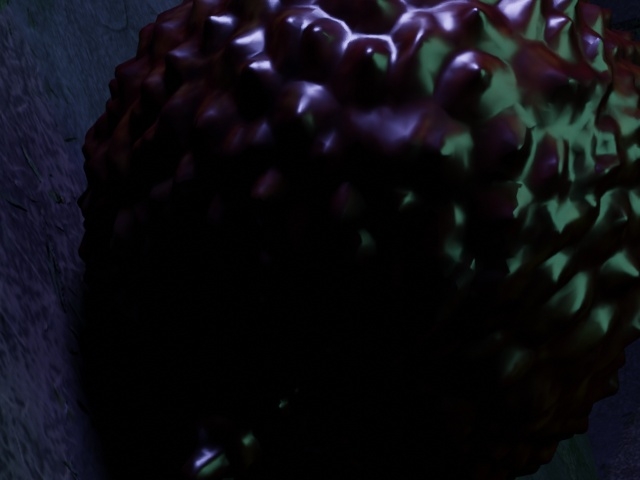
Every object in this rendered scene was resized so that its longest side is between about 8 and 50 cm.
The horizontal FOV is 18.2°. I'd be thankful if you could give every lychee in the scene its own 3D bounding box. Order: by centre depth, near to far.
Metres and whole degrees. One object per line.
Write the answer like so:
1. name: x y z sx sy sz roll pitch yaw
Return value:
1. lychee: 0.031 -0.003 1.369 0.425 0.424 0.500 59 46 -34
